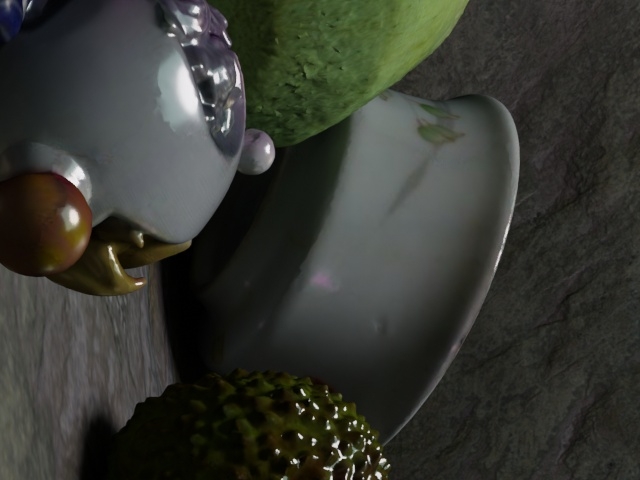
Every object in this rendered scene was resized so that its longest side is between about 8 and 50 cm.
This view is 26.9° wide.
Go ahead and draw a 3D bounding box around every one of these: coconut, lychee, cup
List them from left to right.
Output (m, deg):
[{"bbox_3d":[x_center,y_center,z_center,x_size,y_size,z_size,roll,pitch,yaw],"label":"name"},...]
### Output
[{"bbox_3d":[-0.042,0.145,0.761,0.171,0.171,0.171,-8,90,-86],"label":"lychee"},{"bbox_3d":[-0.025,-0.231,0.943,0.328,0.281,0.328,28,50,-40],"label":"coconut"},{"bbox_3d":[0.000,0.000,1.114,0.347,0.163,0.347,-53,-159,30],"label":"cup"}]

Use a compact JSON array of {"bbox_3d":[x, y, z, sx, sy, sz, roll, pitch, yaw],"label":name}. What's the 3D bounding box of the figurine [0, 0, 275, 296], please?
[{"bbox_3d":[-0.116,-0.100,0.503,0.194,0.133,0.274,-115,180,-60],"label":"figurine"}]
